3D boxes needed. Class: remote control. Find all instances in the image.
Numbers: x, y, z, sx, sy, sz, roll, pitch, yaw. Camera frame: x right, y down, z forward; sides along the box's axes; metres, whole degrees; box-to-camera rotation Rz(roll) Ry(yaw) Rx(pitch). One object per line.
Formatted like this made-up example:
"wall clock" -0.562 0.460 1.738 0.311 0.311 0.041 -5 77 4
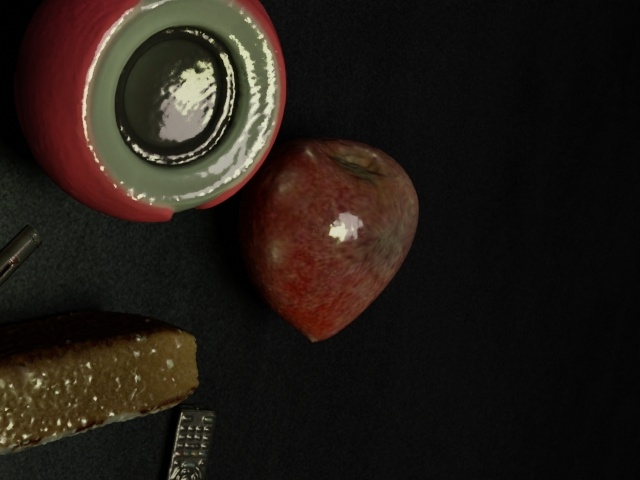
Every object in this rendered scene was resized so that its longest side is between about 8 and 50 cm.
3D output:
"remote control" -0.178 0.326 1.976 0.063 0.025 0.245 9 94 -46
"remote control" -0.340 0.023 1.741 0.091 0.016 0.034 -50 126 -27

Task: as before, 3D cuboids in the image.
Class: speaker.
"speaker" -0.187 -0.164 1.673 0.294 0.294 0.294 -13 109 -43

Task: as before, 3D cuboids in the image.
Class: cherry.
"cherry" -0.003 -0.011 1.962 0.239 0.206 0.239 -34 156 -17

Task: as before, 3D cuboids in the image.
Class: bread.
"bread" -0.335 0.158 1.672 0.416 0.165 0.113 -11 106 -43
